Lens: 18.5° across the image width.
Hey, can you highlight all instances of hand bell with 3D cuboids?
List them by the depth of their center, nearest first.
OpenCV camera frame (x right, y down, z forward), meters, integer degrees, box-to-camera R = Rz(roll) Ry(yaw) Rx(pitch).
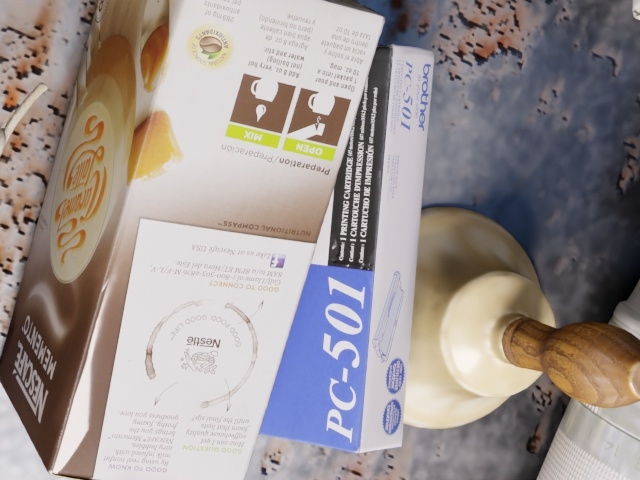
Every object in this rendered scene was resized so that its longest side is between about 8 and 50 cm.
[{"bbox_3d":[0.109,0.051,0.995,0.126,0.242,0.126,-1,94,-20],"label":"hand bell"}]

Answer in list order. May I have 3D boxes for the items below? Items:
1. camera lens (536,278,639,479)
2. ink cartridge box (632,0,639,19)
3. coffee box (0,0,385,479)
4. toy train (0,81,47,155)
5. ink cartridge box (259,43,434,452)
[{"bbox_3d":[0.216,0.169,1.041,0.219,0.219,0.274,20,96,-20],"label":"camera lens"},{"bbox_3d":[0.314,-0.200,1.088,0.273,0.114,0.197,11,71,-21],"label":"ink cartridge box"},{"bbox_3d":[-0.069,-0.015,0.953,0.098,0.141,0.246,12,102,-23],"label":"coffee box"},{"bbox_3d":[-0.259,-0.011,0.940,0.143,0.105,0.248,34,83,-6],"label":"toy train"},{"bbox_3d":[0.000,0.000,1.026,0.046,0.097,0.207,0,96,-57],"label":"ink cartridge box"}]
